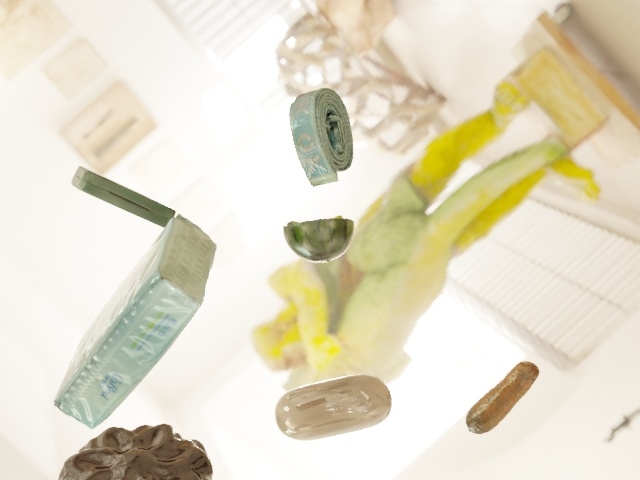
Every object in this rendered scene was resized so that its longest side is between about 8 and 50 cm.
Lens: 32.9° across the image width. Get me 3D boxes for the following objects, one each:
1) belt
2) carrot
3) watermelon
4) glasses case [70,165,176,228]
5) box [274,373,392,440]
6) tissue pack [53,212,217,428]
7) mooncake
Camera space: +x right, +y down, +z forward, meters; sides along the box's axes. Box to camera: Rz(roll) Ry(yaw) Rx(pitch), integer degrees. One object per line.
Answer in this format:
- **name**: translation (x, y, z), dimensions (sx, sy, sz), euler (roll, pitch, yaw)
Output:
- **belt**: translation (0.007, -0.206, 2.075), dimensions (0.082, 0.147, 0.163), euler (-10, 116, 32)
- **carrot**: translation (0.345, 0.296, 2.041), dimensions (0.060, 0.186, 0.060), euler (35, -157, -17)
- **watermelon**: translation (0.000, 0.000, 1.547), dimensions (0.105, 0.105, 0.062), euler (65, -163, -76)
- **glasses case**: translation (-0.355, -0.077, 1.956), dimensions (0.184, 0.039, 0.078), euler (25, 179, -28)
- **box**: translation (0.023, 0.283, 1.829), dimensions (0.146, 0.200, 0.088), euler (60, -163, -72)
- **tissue pack**: translation (-0.244, 0.110, 1.456), dimensions (0.089, 0.263, 0.177), euler (33, -155, -14)
- **mooncake**: translation (-0.323, 0.437, 1.895), dimensions (0.283, 0.283, 0.141), euler (43, 138, 53)
